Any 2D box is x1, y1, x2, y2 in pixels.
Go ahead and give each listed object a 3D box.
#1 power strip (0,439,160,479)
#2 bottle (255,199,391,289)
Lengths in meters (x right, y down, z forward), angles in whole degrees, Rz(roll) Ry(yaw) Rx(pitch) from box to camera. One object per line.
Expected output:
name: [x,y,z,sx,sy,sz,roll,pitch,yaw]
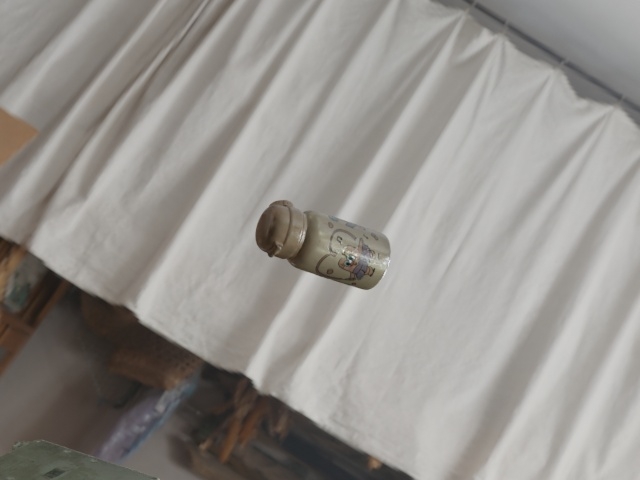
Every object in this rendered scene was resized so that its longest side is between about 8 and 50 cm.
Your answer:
power strip: [-0.325,0.316,1.174,0.270,0.046,0.118,8,15,33]
bottle: [0.000,0.000,1.441,0.209,0.110,0.097,19,-44,-25]
